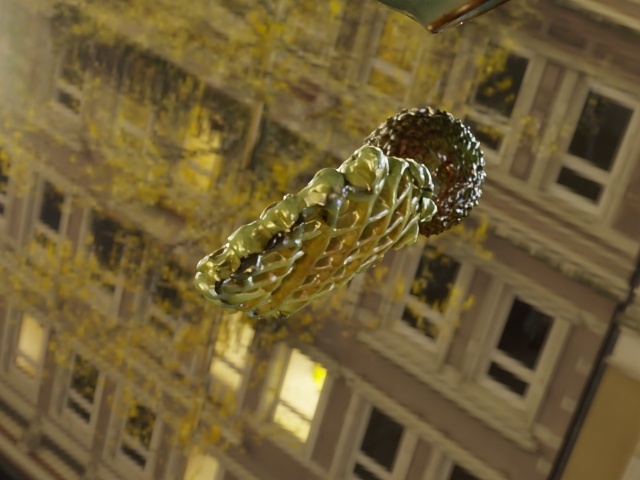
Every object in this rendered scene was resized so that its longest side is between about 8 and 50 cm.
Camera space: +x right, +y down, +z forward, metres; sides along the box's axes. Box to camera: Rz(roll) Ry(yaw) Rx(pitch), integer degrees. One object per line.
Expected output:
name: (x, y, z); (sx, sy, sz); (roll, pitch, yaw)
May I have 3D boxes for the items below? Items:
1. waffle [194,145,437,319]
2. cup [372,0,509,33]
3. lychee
waffle: (0.000, 0.000, 1.042); (0.054, 0.214, 0.208); (61, -167, 16)
cup: (0.061, -0.194, 0.669); (0.199, 0.199, 0.150); (-29, -87, -55)
lychee: (0.115, -0.083, 1.493); (0.171, 0.171, 0.171); (12, -154, -6)
